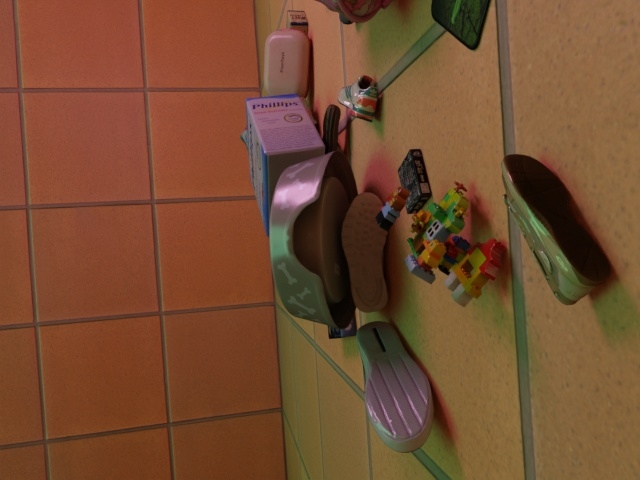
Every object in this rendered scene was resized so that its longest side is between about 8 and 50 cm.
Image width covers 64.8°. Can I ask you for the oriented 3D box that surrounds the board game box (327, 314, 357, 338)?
[{"bbox_3d":[0.044,0.135,1.338,0.165,0.042,0.243,129,136,-73],"label":"board game box"}]

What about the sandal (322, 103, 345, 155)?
[{"bbox_3d":[0.033,-0.225,1.234,0.090,0.060,0.219,-117,30,-54],"label":"sandal"}]

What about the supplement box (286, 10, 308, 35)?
[{"bbox_3d":[-0.077,-0.681,1.624,0.083,0.056,0.083,100,162,-50],"label":"supplement box"}]

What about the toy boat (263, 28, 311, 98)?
[{"bbox_3d":[-0.091,-0.545,1.607,0.151,0.151,0.231,-23,-60,-66],"label":"toy boat"}]

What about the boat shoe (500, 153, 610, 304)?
[{"bbox_3d":[0.204,-0.016,0.466,0.048,0.056,0.153,109,148,-51],"label":"boat shoe"}]

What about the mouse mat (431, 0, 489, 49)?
[{"bbox_3d":[0.178,-0.345,0.605,0.152,0.007,0.189,-107,18,-49],"label":"mouse mat"}]

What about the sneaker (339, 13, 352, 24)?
[{"bbox_3d":[0.041,-0.526,0.983,0.223,0.098,0.083,107,156,-61],"label":"sneaker"}]

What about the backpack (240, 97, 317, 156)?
[{"bbox_3d":[-0.122,-0.331,1.570,0.191,0.225,0.253,63,162,2],"label":"backpack"}]

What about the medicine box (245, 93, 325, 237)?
[{"bbox_3d":[-0.099,-0.201,1.333,0.289,0.149,0.263,-113,19,-45],"label":"medicine box"}]

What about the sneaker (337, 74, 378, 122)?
[{"bbox_3d":[0.081,-0.295,1.010,0.161,0.057,0.075,-110,36,-58],"label":"sneaker"}]

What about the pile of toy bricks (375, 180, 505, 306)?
[{"bbox_3d":[0.153,-0.025,0.642,0.105,0.118,0.212,-54,17,19],"label":"pile of toy bricks"}]

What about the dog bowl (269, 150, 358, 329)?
[{"bbox_3d":[0.000,0.000,1.005,0.349,0.102,0.348,-2,-90,-72],"label":"dog bowl"}]

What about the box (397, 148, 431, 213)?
[{"bbox_3d":[0.148,-0.093,0.802,0.067,0.018,0.083,111,153,-65],"label":"box"}]

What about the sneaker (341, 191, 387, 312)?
[{"bbox_3d":[0.087,0.022,1.003,0.095,0.090,0.235,-54,-36,-84],"label":"sneaker"}]

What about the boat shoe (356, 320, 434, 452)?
[{"bbox_3d":[0.128,0.253,0.869,0.302,0.109,0.094,-98,-7,-66],"label":"boat shoe"}]

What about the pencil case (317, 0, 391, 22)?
[{"bbox_3d":[-0.040,-0.489,0.865,0.386,0.167,0.160,35,130,38],"label":"pencil case"}]
